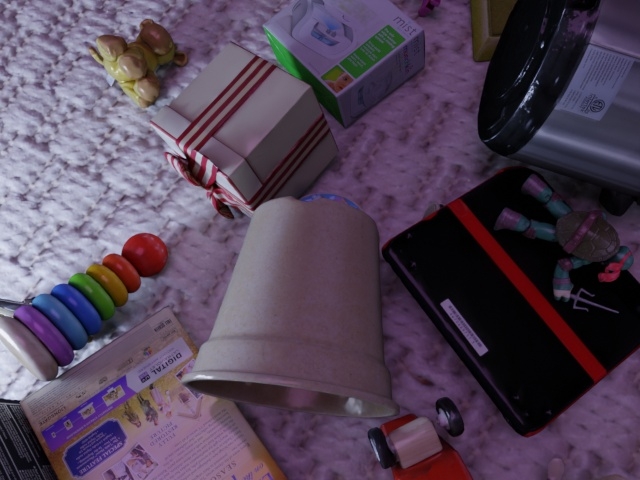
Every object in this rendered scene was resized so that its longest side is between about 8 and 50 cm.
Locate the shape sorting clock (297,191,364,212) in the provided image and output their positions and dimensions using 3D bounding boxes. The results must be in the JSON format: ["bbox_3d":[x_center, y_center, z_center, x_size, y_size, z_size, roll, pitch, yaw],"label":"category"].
[{"bbox_3d":[0.000,0.000,1.080,0.207,0.040,0.206,-3,69,9],"label":"shape sorting clock"}]

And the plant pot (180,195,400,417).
[{"bbox_3d":[-0.027,0.108,0.901,0.334,0.333,0.305,3,66,11],"label":"plant pot"}]

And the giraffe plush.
[{"bbox_3d":[-0.398,-0.422,1.256,0.170,0.181,0.210,-45,35,-18],"label":"giraffe plush"}]

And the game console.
[{"bbox_3d":[0.344,0.078,0.940,0.342,0.060,0.386,-32,72,-14],"label":"game console"}]

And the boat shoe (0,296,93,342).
[{"bbox_3d":[-0.551,0.146,1.104,0.224,0.080,0.073,15,66,8],"label":"boat shoe"}]

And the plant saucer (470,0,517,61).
[{"bbox_3d":[0.419,-0.482,1.165,0.189,0.045,0.188,-2,79,9],"label":"plant saucer"}]

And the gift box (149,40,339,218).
[{"bbox_3d":[-0.135,-0.178,1.042,0.276,0.255,0.258,36,81,32],"label":"gift box"}]

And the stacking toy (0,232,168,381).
[{"bbox_3d":[-0.423,0.105,1.040,0.141,0.141,0.330,34,55,19],"label":"stacking toy"}]

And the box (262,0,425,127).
[{"bbox_3d":[0.053,-0.417,1.179,0.231,0.126,0.262,-38,68,-3],"label":"box"}]

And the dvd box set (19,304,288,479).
[{"bbox_3d":[-0.284,0.361,0.957,0.308,0.062,0.420,-35,68,-16],"label":"dvd box set"}]

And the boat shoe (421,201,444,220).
[{"bbox_3d":[0.232,0.038,1.018,0.079,0.084,0.232,7,62,-20],"label":"boat shoe"}]

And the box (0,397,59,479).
[{"bbox_3d":[-0.539,0.420,0.882,0.183,0.294,0.296,-39,69,-4],"label":"box"}]

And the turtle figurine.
[{"bbox_3d":[0.413,-0.004,0.888,0.234,0.118,0.175,38,69,19],"label":"turtle figurine"}]

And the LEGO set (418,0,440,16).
[{"bbox_3d":[0.229,-0.610,1.247,0.087,0.093,0.227,22,67,-16],"label":"LEGO set"}]

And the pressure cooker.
[{"bbox_3d":[0.514,-0.256,0.900,0.421,0.370,0.375,16,70,-1],"label":"pressure cooker"}]

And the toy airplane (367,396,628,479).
[{"bbox_3d":[0.212,0.447,0.760,0.387,0.272,0.384,6,40,28],"label":"toy airplane"}]
